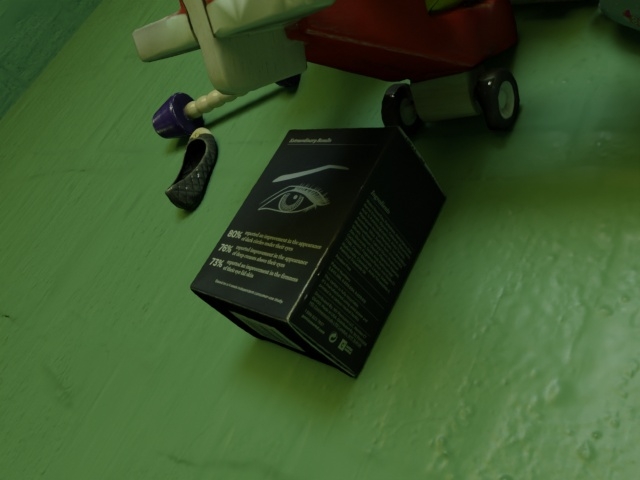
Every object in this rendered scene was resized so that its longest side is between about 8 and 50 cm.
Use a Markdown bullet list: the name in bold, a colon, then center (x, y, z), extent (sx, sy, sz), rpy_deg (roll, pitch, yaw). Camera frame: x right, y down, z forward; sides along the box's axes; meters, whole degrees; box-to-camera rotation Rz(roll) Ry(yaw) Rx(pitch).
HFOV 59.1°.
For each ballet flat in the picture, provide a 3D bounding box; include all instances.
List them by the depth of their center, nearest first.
- **ballet flat**: center (-0.198, -0.120, 0.874), extent (0.057, 0.049, 0.173), rpy_deg (-21, 44, 25)

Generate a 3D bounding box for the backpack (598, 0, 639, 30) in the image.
- **backpack**: center (0.309, -0.240, 0.473), extent (0.115, 0.152, 0.182), rpy_deg (-41, 53, 2)

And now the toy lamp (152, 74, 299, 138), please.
- **toy lamp**: center (-0.167, -0.235, 0.927), extent (0.275, 0.080, 0.080), rpy_deg (-18, 46, 31)

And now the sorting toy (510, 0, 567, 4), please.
- **sorting toy**: center (0.171, -0.312, 0.600), extent (0.193, 0.208, 0.038), rpy_deg (23, 85, 49)

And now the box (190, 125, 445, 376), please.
- **box**: center (0.000, 0.000, 0.546), extent (0.153, 0.108, 0.207), rpy_deg (11, 64, 46)

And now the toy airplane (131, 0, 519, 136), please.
- **toy airplane**: center (0.030, -0.240, 0.475), extent (0.386, 0.272, 0.384), rpy_deg (1, 5, -1)
